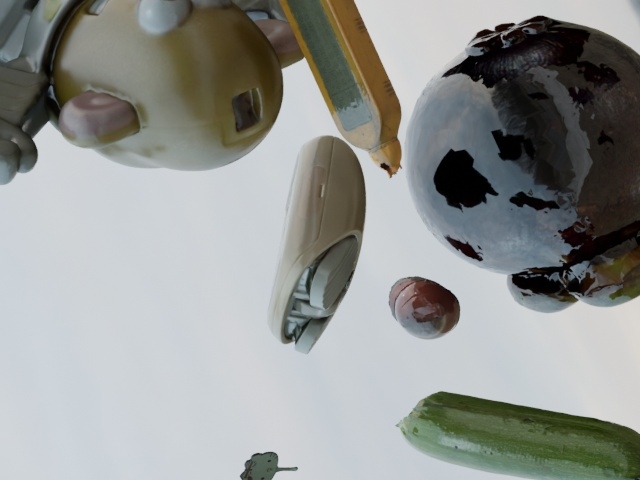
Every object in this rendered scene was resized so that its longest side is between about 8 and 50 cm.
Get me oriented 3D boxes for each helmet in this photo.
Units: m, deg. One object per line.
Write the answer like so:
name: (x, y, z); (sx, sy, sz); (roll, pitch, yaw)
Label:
helmet: (0.108, 0.078, 2.118); (0.084, 0.065, 0.049); (21, -160, 10)

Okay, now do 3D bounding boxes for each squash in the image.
squash: (0.187, 0.184, 1.776); (0.069, 0.239, 0.069); (-171, 90, -90)

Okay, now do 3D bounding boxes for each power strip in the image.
power strip: (0.018, -0.127, 1.398); (0.028, 0.049, 0.178); (-26, -87, -40)

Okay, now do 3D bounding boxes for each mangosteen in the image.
mangosteen: (0.252, -0.069, 2.114); (0.307, 0.307, 0.347); (-82, -28, -71)

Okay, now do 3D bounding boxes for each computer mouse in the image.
computer mouse: (0.000, 0.000, 1.950); (0.236, 0.082, 0.145); (-83, 6, -48)

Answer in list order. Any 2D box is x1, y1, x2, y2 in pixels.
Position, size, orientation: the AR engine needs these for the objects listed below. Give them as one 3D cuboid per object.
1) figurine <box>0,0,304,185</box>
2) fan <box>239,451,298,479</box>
figurine: (-0.143, -0.144, 1.462); (0.285, 0.342, 0.167); (36, 163, 39)
fan: (-0.063, 0.286, 2.425); (0.083, 0.056, 0.004); (2, -149, -34)
